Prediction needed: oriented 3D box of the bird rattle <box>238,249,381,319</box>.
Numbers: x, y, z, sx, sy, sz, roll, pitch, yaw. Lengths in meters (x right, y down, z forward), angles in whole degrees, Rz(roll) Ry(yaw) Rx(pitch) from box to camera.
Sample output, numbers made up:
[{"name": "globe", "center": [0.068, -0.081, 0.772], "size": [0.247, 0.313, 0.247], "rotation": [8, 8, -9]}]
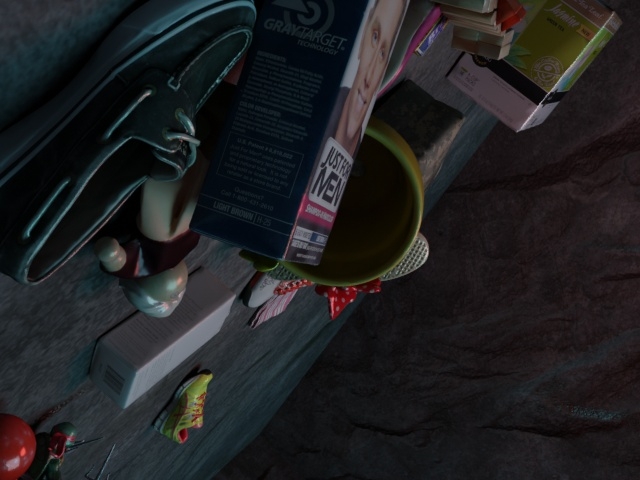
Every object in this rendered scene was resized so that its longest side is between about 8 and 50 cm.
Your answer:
[{"name": "bird rattle", "center": [0.000, 0.000, 1.281], "size": [0.143, 0.254, 0.206], "rotation": [119, -8, -45]}]

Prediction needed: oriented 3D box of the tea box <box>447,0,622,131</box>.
[{"name": "tea box", "center": [0.516, -0.455, 1.743], "size": [0.323, 0.220, 0.329], "rotation": [-56, 167, 25]}]

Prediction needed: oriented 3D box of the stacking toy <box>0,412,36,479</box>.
[{"name": "stacking toy", "center": [-0.469, 0.366, 0.963], "size": [0.330, 0.141, 0.141], "rotation": [-58, 166, 19]}]

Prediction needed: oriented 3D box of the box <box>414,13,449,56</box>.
[{"name": "box", "center": [0.190, -0.383, 1.181], "size": [0.169, 0.054, 0.059], "rotation": [-51, 168, 13]}]

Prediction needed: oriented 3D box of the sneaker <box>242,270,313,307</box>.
[{"name": "sneaker", "center": [-0.035, 0.073, 1.567], "size": [0.270, 0.145, 0.090], "rotation": [-49, 168, -2]}]

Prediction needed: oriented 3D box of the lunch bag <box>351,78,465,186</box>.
[{"name": "lunch bag", "center": [0.136, -0.137, 1.475], "size": [0.235, 0.169, 0.287], "rotation": [-46, 165, -31]}]

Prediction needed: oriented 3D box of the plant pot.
[{"name": "plant pot", "center": [0.039, -0.089, 1.142], "size": [0.254, 0.254, 0.239], "rotation": [-54, -177, 23]}]

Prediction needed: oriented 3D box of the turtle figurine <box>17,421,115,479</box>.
[{"name": "turtle figurine", "center": [-0.424, 0.356, 1.127], "size": [0.234, 0.118, 0.175], "rotation": [-48, -151, 0]}]

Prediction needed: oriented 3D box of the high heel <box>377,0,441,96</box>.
[{"name": "high heel", "center": [0.121, -0.306, 1.123], "size": [0.244, 0.082, 0.117], "rotation": [-64, 161, 16]}]

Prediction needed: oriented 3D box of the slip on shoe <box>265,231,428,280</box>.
[{"name": "slip on shoe", "center": [0.048, 0.014, 1.434], "size": [0.101, 0.332, 0.123], "rotation": [-59, 139, -58]}]

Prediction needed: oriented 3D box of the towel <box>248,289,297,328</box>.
[{"name": "towel", "center": [-0.099, 0.150, 1.865], "size": [0.144, 0.029, 0.197], "rotation": [-53, 168, 21]}]

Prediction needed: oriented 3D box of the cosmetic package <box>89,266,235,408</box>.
[{"name": "cosmetic package", "center": [-0.251, 0.151, 1.180], "size": [0.231, 0.085, 0.117], "rotation": [-40, 166, -45]}]

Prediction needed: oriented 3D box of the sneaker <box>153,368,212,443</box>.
[{"name": "sneaker", "center": [-0.301, 0.389, 1.718], "size": [0.208, 0.094, 0.081], "rotation": [-55, 166, 20]}]

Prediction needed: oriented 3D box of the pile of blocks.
[{"name": "pile of blocks", "center": [0.234, -0.371, 1.030], "size": [0.148, 0.113, 0.362], "rotation": [-67, 155, 0]}]

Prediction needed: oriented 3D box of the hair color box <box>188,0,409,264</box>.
[{"name": "hair color box", "center": [-0.009, -0.153, 0.767], "size": [0.174, 0.105, 0.347], "rotation": [14, 94, -78]}]

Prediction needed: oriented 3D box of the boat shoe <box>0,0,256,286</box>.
[{"name": "boat shoe", "center": [-0.161, -0.093, 0.641], "size": [0.335, 0.119, 0.121], "rotation": [-47, 168, -13]}]

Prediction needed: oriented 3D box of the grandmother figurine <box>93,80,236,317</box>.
[{"name": "grandmother figurine", "center": [-0.178, -0.023, 0.861], "size": [0.208, 0.104, 0.342], "rotation": [-29, 156, -37]}]
